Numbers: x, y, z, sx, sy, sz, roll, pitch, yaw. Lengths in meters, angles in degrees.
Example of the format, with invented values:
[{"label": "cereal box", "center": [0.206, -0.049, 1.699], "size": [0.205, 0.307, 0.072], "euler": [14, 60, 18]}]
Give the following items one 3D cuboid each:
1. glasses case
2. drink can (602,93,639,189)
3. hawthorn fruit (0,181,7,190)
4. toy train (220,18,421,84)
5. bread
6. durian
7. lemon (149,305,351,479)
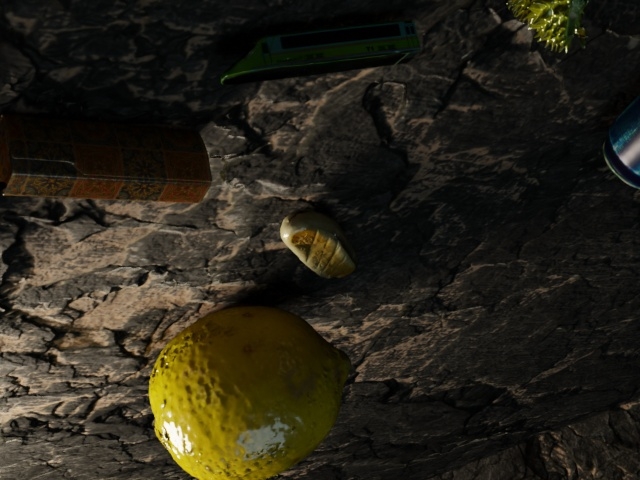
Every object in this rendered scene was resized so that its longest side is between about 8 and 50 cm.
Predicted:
[{"label": "glasses case", "center": [-0.223, -0.085, 1.067], "size": [0.218, 0.075, 0.049], "euler": [1, 143, -34]}, {"label": "drink can", "center": [0.468, -0.161, 1.337], "size": [0.118, 0.118, 0.205], "euler": [-3, 149, -30]}, {"label": "hawthorn fruit", "center": [-0.434, 0.016, 0.896], "size": [0.315, 0.316, 0.316], "euler": [-15, 152, -8]}, {"label": "toy train", "center": [-0.004, -0.196, 1.046], "size": [0.209, 0.042, 0.044], "euler": [-10, 172, -17]}, {"label": "bread", "center": [0.000, 0.001, 1.392], "size": [0.073, 0.053, 0.214], "euler": [-22, 155, 11]}, {"label": "durian", "center": [0.254, -0.258, 1.073], "size": [0.100, 0.086, 0.215], "euler": [-31, 151, -9]}, {"label": "lemon", "center": [-0.104, 0.222, 1.501], "size": [0.310, 0.258, 0.258], "euler": [-16, 152, 0]}]
